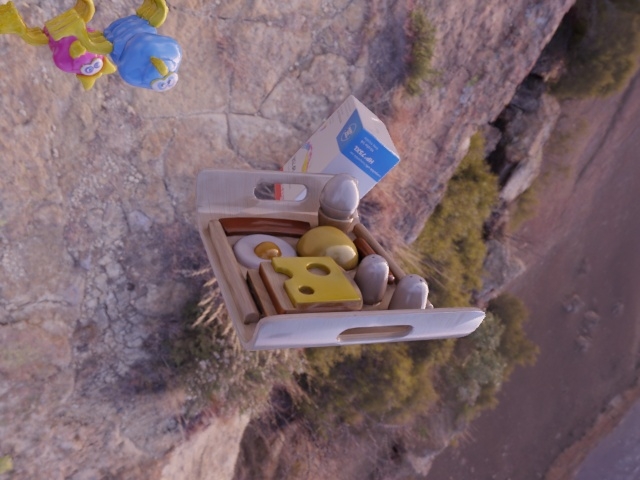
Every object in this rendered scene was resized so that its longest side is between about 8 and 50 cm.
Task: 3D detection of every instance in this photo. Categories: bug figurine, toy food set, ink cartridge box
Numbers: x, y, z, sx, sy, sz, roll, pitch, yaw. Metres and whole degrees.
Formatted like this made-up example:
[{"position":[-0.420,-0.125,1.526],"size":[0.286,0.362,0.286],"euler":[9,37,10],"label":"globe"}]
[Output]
[{"position":[-0.225,-0.105,0.391],"size":[0.279,0.216,0.072],"euler":[-32,134,-8],"label":"bug figurine"},{"position":[0.000,0.000,0.586],"size":[0.219,0.306,0.092],"euler":[0,118,-23],"label":"toy food set"},{"position":[0.002,-0.093,0.829],"size":[0.078,0.134,0.231],"euler":[35,114,-26],"label":"ink cartridge box"}]
